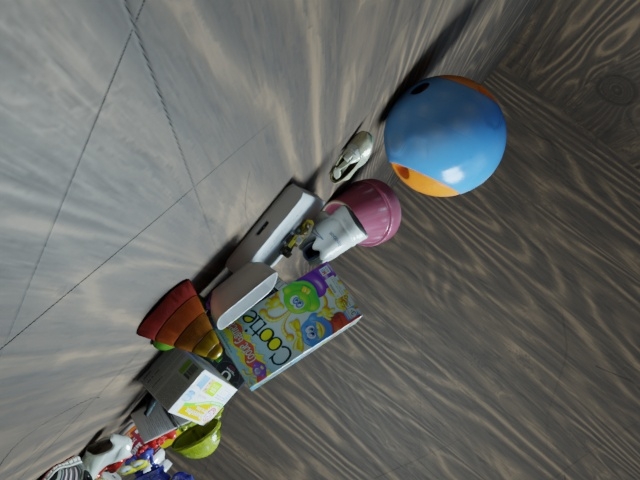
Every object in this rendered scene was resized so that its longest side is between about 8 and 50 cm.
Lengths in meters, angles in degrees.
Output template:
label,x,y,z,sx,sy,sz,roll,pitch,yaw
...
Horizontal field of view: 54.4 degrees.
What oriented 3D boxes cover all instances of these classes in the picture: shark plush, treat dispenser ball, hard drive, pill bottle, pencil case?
label,x,y,z,sx,sy,sz,roll,pitch,yaw
shark plush,-0.361,0.348,1.465,0.161,0.067,0.073,-48,175,-14
treat dispenser ball,0.297,-0.249,1.492,0.288,0.288,0.288,-49,175,-6
hard drive,-0.084,-0.021,1.308,0.203,0.040,0.307,-50,175,5
pill bottle,-0.462,0.553,1.613,0.086,0.152,0.086,-49,175,-6
pencil case,-0.212,0.150,1.326,0.070,0.064,0.152,-9,160,-15

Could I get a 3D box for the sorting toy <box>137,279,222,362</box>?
label,x,y,z,sx,sy,sz,roll,pitch,yaw
sorting toy,-0.223,0.180,1.138,0.127,0.126,0.365,-48,174,-15

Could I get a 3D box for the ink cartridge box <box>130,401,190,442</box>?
label,x,y,z,sx,sy,sz,roll,pitch,yaw
ink cartridge box,-0.347,0.408,1.558,0.203,0.086,0.148,-27,178,10

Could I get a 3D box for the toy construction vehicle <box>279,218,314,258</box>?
label,x,y,z,sx,sy,sz,roll,pitch,yaw
toy construction vehicle,-0.048,-0.002,1.328,0.098,0.035,0.086,-49,174,-3

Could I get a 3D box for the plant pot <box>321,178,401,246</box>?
label,x,y,z,sx,sy,sz,roll,pitch,yaw
plant pot,0.103,-0.069,1.808,0.180,0.201,0.201,-19,153,-48

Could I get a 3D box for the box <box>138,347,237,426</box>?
label,x,y,z,sx,sy,sz,roll,pitch,yaw
box,-0.283,0.316,1.357,0.114,0.103,0.203,-49,154,-10

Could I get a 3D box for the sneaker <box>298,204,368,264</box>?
label,x,y,z,sx,sy,sz,roll,pitch,yaw
sneaker,0.000,0.000,1.415,0.129,0.111,0.297,-37,180,-15

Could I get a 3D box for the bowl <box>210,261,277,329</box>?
label,x,y,z,sx,sy,sz,roll,pitch,yaw
bowl,-0.150,0.097,1.156,0.142,0.053,0.142,-40,170,-18

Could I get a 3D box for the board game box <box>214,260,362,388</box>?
label,x,y,z,sx,sy,sz,roll,pitch,yaw
board game box,-0.069,0.185,1.335,0.275,0.142,0.144,-31,169,-12

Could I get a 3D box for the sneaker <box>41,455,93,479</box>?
label,x,y,z,sx,sy,sz,roll,pitch,yaw
sneaker,-0.500,0.480,1.218,0.063,0.075,0.170,-50,174,1

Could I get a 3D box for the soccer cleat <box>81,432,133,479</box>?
label,x,y,z,sx,sy,sz,roll,pitch,yaw
soccer cleat,-0.500,0.483,1.363,0.196,0.076,0.068,-36,-143,9

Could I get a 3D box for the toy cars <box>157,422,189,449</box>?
label,x,y,z,sx,sy,sz,roll,pitch,yaw
toy cars,-0.433,0.512,1.882,0.176,0.087,0.394,10,126,-41

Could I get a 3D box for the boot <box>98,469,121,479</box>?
label,x,y,z,sx,sy,sz,roll,pitch,yaw
boot,-0.642,0.736,1.841,0.086,0.069,0.190,-51,177,-18

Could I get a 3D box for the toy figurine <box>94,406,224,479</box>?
label,x,y,z,sx,sy,sz,roll,pitch,yaw
toy figurine,-0.350,0.579,1.472,0.362,0.217,0.191,-25,180,2

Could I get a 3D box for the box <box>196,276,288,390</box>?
label,x,y,z,sx,sy,sz,roll,pitch,yaw
box,-0.179,0.219,1.528,0.270,0.165,0.143,-51,174,20

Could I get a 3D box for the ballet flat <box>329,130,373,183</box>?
label,x,y,z,sx,sy,sz,roll,pitch,yaw
ballet flat,0.067,-0.178,1.389,0.052,0.057,0.168,-34,167,-33
